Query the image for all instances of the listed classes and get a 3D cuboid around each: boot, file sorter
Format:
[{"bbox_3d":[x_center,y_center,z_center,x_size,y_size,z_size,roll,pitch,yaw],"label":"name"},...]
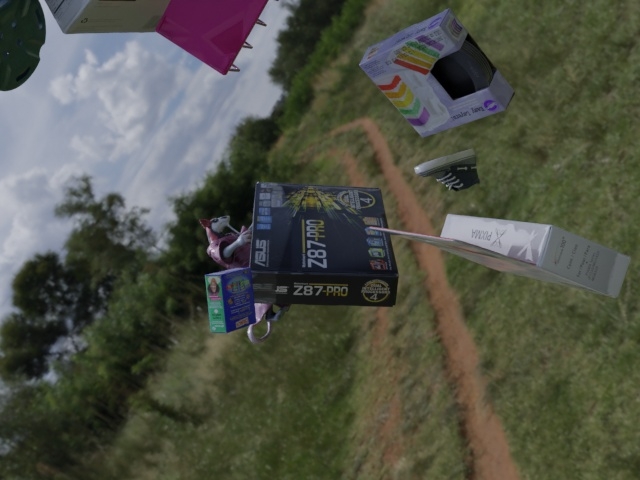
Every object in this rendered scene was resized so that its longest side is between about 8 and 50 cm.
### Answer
[{"bbox_3d":[0.291,-0.147,1.683,0.190,0.086,0.069,-19,5,-38],"label":"boot"},{"bbox_3d":[-0.228,-0.589,1.865,0.291,0.202,0.182,-57,-1,15],"label":"file sorter"}]

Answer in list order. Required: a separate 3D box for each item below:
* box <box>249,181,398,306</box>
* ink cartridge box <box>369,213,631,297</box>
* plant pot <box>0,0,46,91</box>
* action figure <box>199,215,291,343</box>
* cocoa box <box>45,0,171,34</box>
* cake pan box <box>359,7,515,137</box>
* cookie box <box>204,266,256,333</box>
[{"bbox_3d":[0.000,0.000,1.735,0.395,0.318,0.097,-92,4,-57],"label":"box"},{"bbox_3d":[0.246,0.000,1.092,0.296,0.261,0.066,-165,94,-72],"label":"ink cartridge box"},{"bbox_3d":[-0.876,-0.524,1.806,0.341,0.334,0.341,20,-90,-79],"label":"plant pot"},{"bbox_3d":[-0.209,0.064,2.151,0.276,0.370,0.248,-59,-12,23],"label":"action figure"},{"bbox_3d":[-0.502,-0.672,1.857,0.231,0.228,0.347,-33,-4,35],"label":"cocoa box"},{"bbox_3d":[0.255,-0.357,1.642,0.267,0.246,0.070,-11,44,50],"label":"cake pan box"},{"bbox_3d":[-0.164,0.109,1.377,0.092,0.040,0.107,-12,-82,-57],"label":"cookie box"}]
